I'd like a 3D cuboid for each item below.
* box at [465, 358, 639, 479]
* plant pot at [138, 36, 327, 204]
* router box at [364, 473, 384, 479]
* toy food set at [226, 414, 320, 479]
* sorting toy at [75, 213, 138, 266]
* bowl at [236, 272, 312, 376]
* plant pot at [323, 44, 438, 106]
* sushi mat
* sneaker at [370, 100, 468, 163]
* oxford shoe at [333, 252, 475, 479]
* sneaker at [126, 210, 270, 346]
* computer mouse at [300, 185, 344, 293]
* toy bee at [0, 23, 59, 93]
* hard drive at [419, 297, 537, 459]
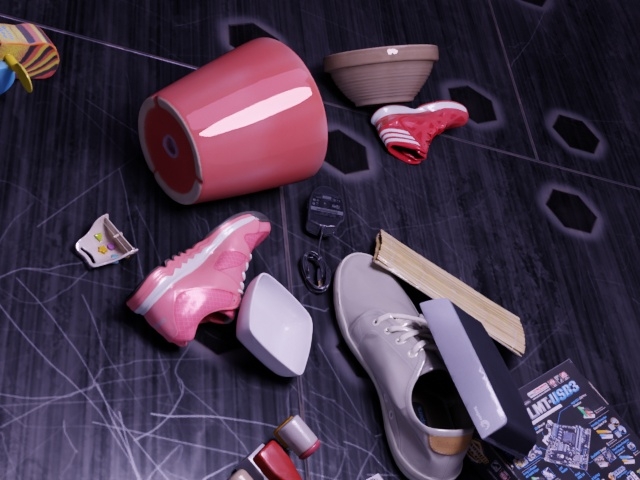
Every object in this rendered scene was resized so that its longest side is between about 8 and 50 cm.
[{"bbox_3d":[0.412,0.370,1.960,0.295,0.073,0.293,-21,62,-42],"label":"box"},{"bbox_3d":[-0.163,-0.192,2.045,0.243,0.275,0.275,-24,64,-32],"label":"plant pot"},{"bbox_3d":[0.004,0.402,1.635,0.178,0.133,0.046,-17,60,-41],"label":"router box"},{"bbox_3d":[-0.063,0.344,1.676,0.104,0.111,0.232,49,42,2],"label":"toy food set"},{"bbox_3d":[-0.347,0.011,1.885,0.075,0.045,0.083,-29,68,-37],"label":"sorting toy"},{"bbox_3d":[-0.079,0.139,1.880,0.142,0.053,0.142,46,35,-28],"label":"bowl"},{"bbox_3d":[0.128,-0.332,2.417,0.237,0.237,0.110,-9,95,-37],"label":"plant pot"},{"bbox_3d":[0.231,0.093,2.117,0.316,0.019,0.151,33,19,-5],"label":"sushi mat"},{"bbox_3d":[0.218,-0.212,2.429,0.221,0.087,0.128,-7,61,-21],"label":"sneaker"},{"bbox_3d":[0.143,0.184,1.942,0.169,0.130,0.449,3,47,-26],"label":"oxford shoe"},{"bbox_3d":[-0.172,0.067,1.905,0.136,0.116,0.314,51,47,2],"label":"sneaker"},{"bbox_3d":[0.000,0.000,2.112,0.071,0.041,0.242,14,50,-7],"label":"computer mouse"},{"bbox_3d":[-0.558,-0.318,1.992,0.195,0.162,0.298,37,41,4],"label":"toy bee"},{"bbox_3d":[0.254,0.213,1.876,0.172,0.054,0.255,34,27,-51],"label":"hard drive"}]
